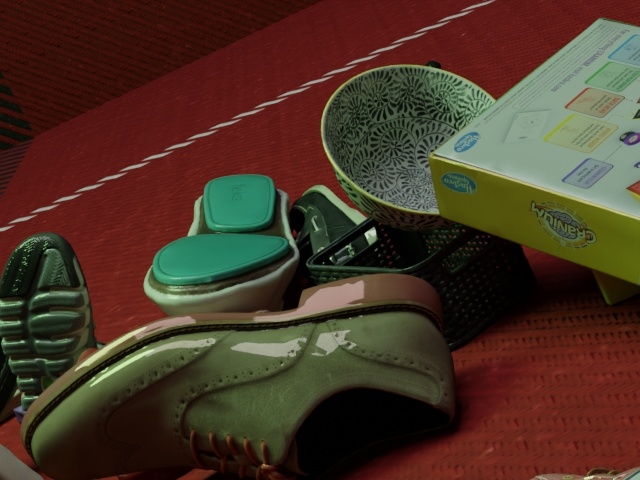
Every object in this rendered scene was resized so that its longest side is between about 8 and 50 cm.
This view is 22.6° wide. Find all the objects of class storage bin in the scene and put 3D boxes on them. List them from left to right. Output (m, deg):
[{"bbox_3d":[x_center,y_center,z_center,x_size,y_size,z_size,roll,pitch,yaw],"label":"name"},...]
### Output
[{"bbox_3d":[0.088,0.029,1.422,0.122,0.084,0.180,-34,19,-27],"label":"storage bin"}]

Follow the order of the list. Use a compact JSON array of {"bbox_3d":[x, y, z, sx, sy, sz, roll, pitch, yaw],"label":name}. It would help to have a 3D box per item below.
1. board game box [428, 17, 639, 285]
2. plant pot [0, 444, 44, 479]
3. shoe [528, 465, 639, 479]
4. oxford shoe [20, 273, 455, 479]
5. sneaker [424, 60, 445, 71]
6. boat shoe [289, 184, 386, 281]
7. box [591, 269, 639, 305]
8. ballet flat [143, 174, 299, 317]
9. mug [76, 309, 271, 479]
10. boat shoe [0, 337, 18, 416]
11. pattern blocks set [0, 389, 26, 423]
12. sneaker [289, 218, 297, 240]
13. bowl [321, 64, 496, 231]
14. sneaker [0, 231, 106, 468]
[{"bbox_3d":[0.281,-0.063,1.236,0.316,0.064,0.242,21,47,40],"label":"board game box"},{"bbox_3d":[-0.244,0.279,0.803,0.305,0.334,0.334,-48,24,-26],"label":"plant pot"},{"bbox_3d":[0.175,0.153,0.934,0.178,0.063,0.081,-30,21,1],"label":"shoe"},{"bbox_3d":[-0.065,0.131,1.228,0.348,0.123,0.130,-19,48,6],"label":"oxford shoe"},{"bbox_3d":[0.176,-0.119,1.605,0.281,0.163,0.106,-20,17,20],"label":"sneaker"},{"bbox_3d":[0.000,0.000,1.648,0.079,0.084,0.233,-28,19,-8],"label":"boat shoe"},{"bbox_3d":[0.304,-0.015,1.304,0.178,0.042,0.109,-23,18,11],"label":"box"},{"bbox_3d":[-0.084,0.040,1.571,0.139,0.139,0.400,-23,13,9],"label":"ballet flat"},{"bbox_3d":[-0.108,0.142,1.380,0.169,0.150,0.113,-17,-26,14],"label":"mug"},{"bbox_3d":[-0.391,0.186,1.476,0.340,0.127,0.113,-42,16,9],"label":"boat shoe"},{"bbox_3d":[-0.411,0.200,1.754,0.324,0.026,0.285,-8,24,48],"label":"pattern blocks set"},{"bbox_3d":[-0.087,0.006,1.819,0.170,0.051,0.089,-20,12,7],"label":"sneaker"},{"bbox_3d":[0.079,-0.064,1.376,0.170,0.170,0.080,-36,-25,-31],"label":"bowl"},{"bbox_3d":[-0.233,0.093,1.482,0.086,0.229,0.132,1,14,12],"label":"sneaker"}]
